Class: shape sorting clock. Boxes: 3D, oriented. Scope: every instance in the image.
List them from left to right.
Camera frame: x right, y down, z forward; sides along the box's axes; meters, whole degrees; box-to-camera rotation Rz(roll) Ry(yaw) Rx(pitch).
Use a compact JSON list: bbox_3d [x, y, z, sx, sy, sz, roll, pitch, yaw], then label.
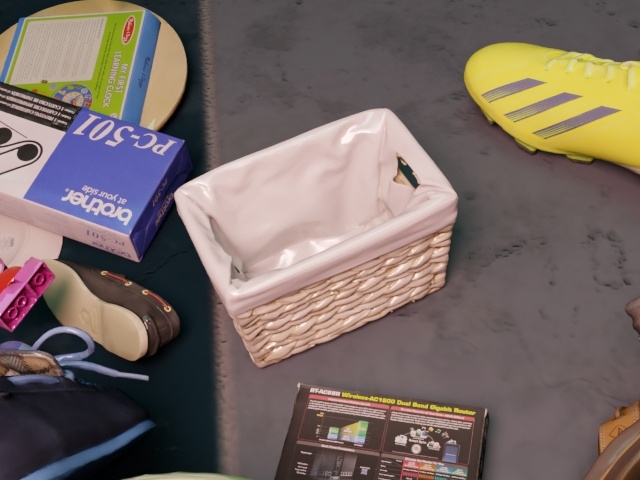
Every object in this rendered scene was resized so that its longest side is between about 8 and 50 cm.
[{"bbox_3d":[-0.223,-0.145,0.833,0.206,0.040,0.206,-5,57,7],"label":"shape sorting clock"}]

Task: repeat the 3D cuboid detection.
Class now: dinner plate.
[{"bbox_3d":[-0.279,0.008,0.729,0.141,0.017,0.141,-3,50,4],"label":"dinner plate"}]

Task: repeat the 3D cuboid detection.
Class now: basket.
[{"bbox_3d":[0.000,0.000,0.634,0.167,0.103,0.113,-24,50,-10],"label":"basket"}]

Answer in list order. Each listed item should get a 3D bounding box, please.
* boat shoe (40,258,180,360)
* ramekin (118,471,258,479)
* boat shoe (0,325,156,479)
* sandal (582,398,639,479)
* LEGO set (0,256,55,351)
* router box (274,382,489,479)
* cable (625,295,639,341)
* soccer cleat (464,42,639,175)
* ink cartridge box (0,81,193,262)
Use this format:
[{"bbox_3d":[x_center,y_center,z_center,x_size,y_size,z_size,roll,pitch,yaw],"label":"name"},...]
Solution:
[{"bbox_3d":[-0.158,0.046,0.661,0.133,0.048,0.042,23,29,34],"label":"boat shoe"},{"bbox_3d":[-0.063,0.253,0.395,0.304,0.148,0.303,-4,49,5],"label":"ramekin"},{"bbox_3d":[-0.152,0.090,0.480,0.109,0.258,0.089,-35,83,-7],"label":"boat shoe"},{"bbox_3d":[0.184,0.135,0.516,0.219,0.090,0.060,-38,20,-21],"label":"sandal"},{"bbox_3d":[-0.265,0.111,0.596,0.093,0.087,0.227,19,61,26],"label":"LEGO set"},{"bbox_3d":[0.036,0.141,0.550,0.123,0.038,0.092,6,51,13],"label":"router box"},{"bbox_3d":[0.282,0.044,0.530,0.140,0.072,0.287,-12,-4,40],"label":"cable"},{"bbox_3d":[0.232,-0.099,0.670,0.093,0.121,0.289,-40,55,-23],"label":"soccer cleat"},{"bbox_3d":[-0.219,-0.063,0.733,0.207,0.046,0.097,19,62,12],"label":"ink cartridge box"}]
